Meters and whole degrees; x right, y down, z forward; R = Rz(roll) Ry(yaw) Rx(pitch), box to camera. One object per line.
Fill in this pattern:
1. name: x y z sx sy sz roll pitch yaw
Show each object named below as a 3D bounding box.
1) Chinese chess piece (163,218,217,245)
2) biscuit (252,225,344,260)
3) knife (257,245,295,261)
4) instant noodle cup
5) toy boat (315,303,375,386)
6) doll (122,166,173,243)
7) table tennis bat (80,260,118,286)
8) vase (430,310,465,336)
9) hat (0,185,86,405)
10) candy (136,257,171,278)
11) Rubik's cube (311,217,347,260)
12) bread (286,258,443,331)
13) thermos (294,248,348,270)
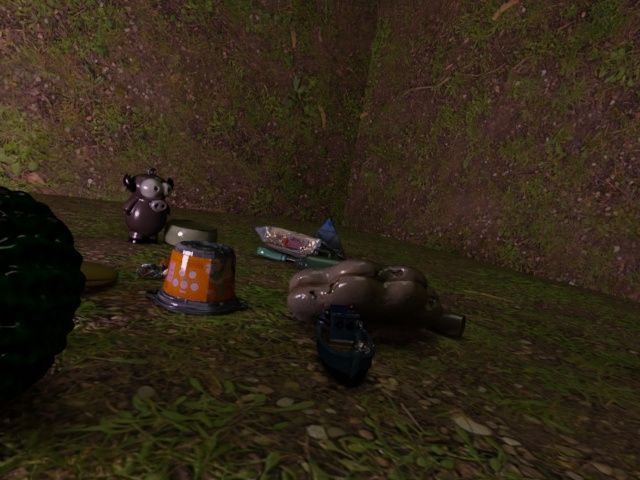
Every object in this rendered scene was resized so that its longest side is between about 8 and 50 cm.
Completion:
1. Chinese chess piece: -0.470 -0.021 1.555 0.189 0.083 0.188 12 8 -2
2. biscuit: -0.084 0.018 1.526 0.309 0.079 0.186 15 -15 32
3. knife: -0.103 0.071 1.545 0.261 0.034 0.063 17 -6 3
4. instant noodle cup: -0.250 0.070 0.905 0.208 0.125 0.178 6 7 -29
5. toy boat: 0.043 0.158 0.717 0.100 0.097 0.223 6 6 -6
6. doll: -0.579 -0.116 1.434 0.117 0.257 0.182 22 12 30
7. table tennis bat: -0.523 0.073 0.836 0.224 0.054 0.369 8 3 -21
8. vase: 0.280 0.188 0.996 0.101 0.053 0.053 8 5 30
9. hat: -0.379 0.055 0.483 0.274 0.242 0.332 22 -6 1
10. candy: -0.359 0.071 1.065 0.182 0.053 0.046 0 19 -46
11. Rubik's cube: 0.000 0.000 1.654 0.191 0.178 0.211 2 8 -31
12. bread: 0.106 0.112 0.879 0.338 0.101 0.183 8 -28 -13
13. thermos: 0.011 0.082 1.371 0.188 0.083 0.073 9 28 7
